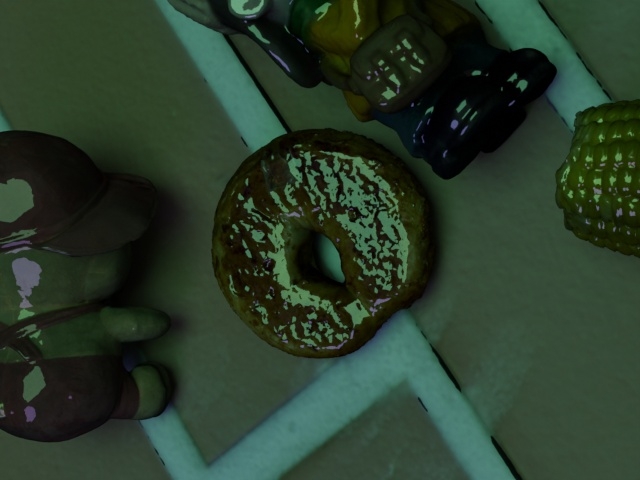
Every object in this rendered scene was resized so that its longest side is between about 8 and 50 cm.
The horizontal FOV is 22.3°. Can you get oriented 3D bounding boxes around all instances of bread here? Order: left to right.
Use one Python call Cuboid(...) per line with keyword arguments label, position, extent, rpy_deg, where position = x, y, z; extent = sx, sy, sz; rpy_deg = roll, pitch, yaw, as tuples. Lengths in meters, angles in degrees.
Cuboid(label="bread", position=(0.000, 0.000, 1.279), extent=(0.193, 0.064, 0.193), rpy_deg=(1, 92, 24))

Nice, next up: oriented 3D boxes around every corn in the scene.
Cuboid(label="corn", position=(0.320, -0.023, 1.071), extent=(0.344, 0.131, 0.131), rpy_deg=(12, 93, 28))

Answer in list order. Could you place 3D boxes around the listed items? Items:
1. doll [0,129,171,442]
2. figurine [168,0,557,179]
Cuboid(label="doll", position=(-0.222, 0.033, 1.343), extent=(0.196, 0.152, 0.256), rpy_deg=(-9, 99, -4))
Cuboid(label="figurine", position=(0.005, -0.181, 1.233), extent=(0.332, 0.185, 0.204), rpy_deg=(54, 136, 3))
